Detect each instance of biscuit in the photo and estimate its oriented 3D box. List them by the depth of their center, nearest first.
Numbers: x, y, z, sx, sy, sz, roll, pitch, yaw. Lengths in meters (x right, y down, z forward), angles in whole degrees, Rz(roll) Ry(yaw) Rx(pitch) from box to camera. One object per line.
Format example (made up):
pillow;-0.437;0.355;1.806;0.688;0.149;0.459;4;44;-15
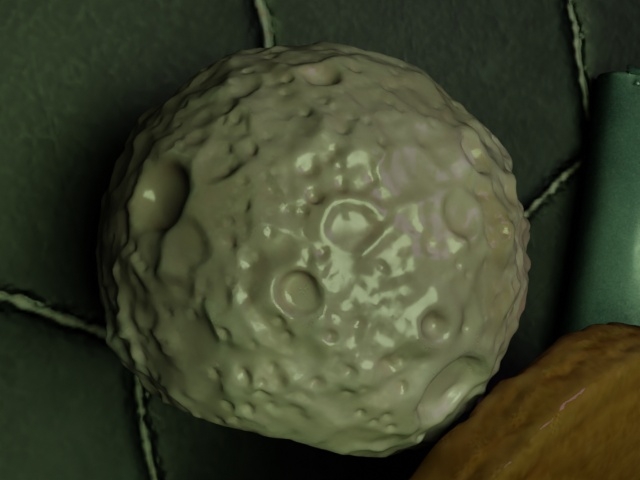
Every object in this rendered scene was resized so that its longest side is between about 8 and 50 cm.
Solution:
biscuit;0.091;0.245;0.935;0.455;0.078;0.350;-48;141;-12

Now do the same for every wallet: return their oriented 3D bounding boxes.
wallet;0.323;0.016;1.083;0.290;0.054;0.251;8;84;9

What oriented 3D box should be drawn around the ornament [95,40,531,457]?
ornament;0.000;0.000;0.891;0.259;0.259;0.225;14;91;-25
